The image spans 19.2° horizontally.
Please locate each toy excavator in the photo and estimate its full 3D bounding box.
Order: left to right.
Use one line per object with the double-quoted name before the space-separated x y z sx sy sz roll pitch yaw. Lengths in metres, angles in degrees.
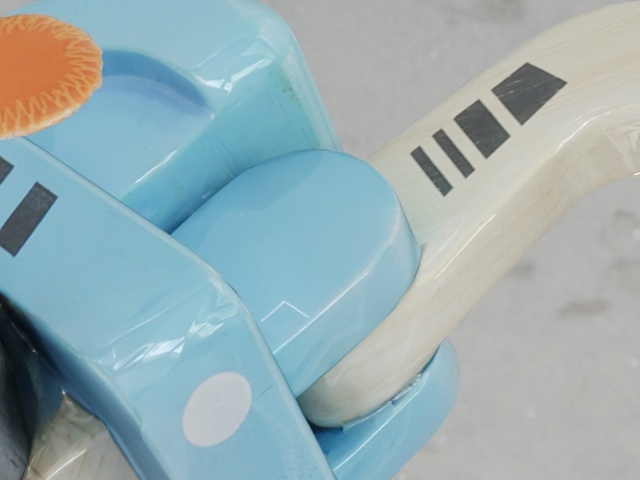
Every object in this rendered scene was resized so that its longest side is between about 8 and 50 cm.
"toy excavator" 0.000 0.000 0.697 0.433 0.445 0.222 31 157 42

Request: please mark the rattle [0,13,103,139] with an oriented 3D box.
"rattle" -0.153 0.002 0.362 0.142 0.130 0.199 6 164 -38
